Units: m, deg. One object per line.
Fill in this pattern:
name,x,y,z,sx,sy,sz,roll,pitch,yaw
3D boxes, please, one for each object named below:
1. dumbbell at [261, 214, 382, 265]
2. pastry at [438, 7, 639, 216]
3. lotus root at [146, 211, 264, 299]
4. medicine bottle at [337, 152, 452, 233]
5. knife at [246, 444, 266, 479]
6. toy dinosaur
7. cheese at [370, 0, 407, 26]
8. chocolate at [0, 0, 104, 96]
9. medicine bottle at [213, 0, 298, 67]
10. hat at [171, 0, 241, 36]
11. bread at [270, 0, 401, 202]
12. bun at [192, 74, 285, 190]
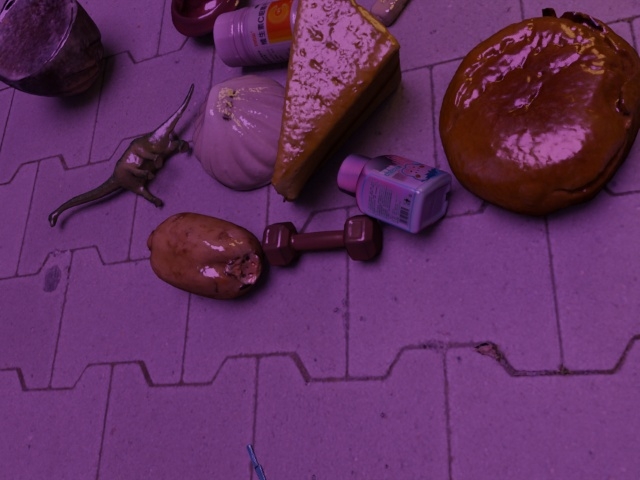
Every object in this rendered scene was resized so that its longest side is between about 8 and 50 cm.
dumbbell,0.000,0.000,1.153,0.231,0.082,0.092,-5,67,24
pastry,0.363,-0.213,1.014,0.356,0.164,0.355,-8,70,23
lotus root,-0.244,0.027,1.223,0.284,0.146,0.160,15,78,33
medicine bottle,0.128,-0.096,1.099,0.188,0.119,0.094,25,126,31
knife,-0.113,0.410,1.095,0.014,0.005,0.091,-35,60,12
toy dinosaur,-0.469,-0.194,1.467,0.301,0.087,0.447,19,78,37
cheese,0.178,-0.551,1.304,0.065,0.043,0.194,34,89,37
chocolate,-0.695,-0.504,1.610,0.303,0.213,0.303,-7,70,21
medicine bottle,-0.102,-0.465,1.355,0.250,0.133,0.133,1,71,27
hat,-0.276,-0.585,1.511,0.206,0.089,0.205,-8,66,18
bread,-0.032,-0.271,1.159,0.245,0.233,0.361,41,95,6
bun,-0.180,-0.254,1.288,0.263,0.175,0.263,-9,69,23
